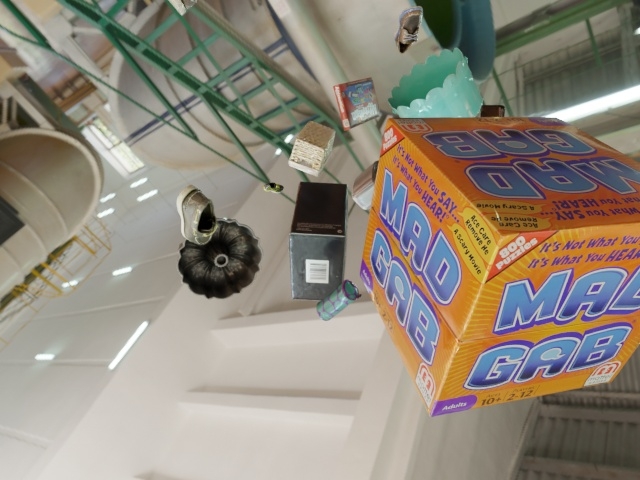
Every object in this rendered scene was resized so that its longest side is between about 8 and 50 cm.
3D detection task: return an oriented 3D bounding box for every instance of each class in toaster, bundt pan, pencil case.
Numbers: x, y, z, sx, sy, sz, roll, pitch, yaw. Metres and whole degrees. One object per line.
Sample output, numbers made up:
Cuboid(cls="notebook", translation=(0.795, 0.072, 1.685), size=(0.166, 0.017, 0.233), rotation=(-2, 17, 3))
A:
Cuboid(cls="toaster", translation=(0.225, -0.230, 1.931), size=(0.146, 0.129, 0.227), rotation=(-35, -155, 34))
Cuboid(cls="bundt pan", translation=(-0.395, 0.057, 1.738), size=(0.331, 0.331, 0.124), rotation=(-41, -151, -7))
Cuboid(cls="pencil case", translation=(0.049, 0.173, 1.291), size=(0.152, 0.064, 0.070), rotation=(-45, 177, 42))

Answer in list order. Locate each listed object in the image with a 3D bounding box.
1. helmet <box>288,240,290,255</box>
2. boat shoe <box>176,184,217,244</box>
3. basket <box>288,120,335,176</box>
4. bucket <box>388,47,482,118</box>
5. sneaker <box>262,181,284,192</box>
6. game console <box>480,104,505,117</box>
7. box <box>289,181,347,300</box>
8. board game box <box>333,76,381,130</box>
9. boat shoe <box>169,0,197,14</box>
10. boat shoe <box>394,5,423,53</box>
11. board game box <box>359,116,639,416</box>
Cuboid(cls="helmet", translation=(-0.055, 0.028, 1.846), size=(0.162, 0.169, 0.169), rotation=(-26, -157, -18))
Cuboid(cls="boat shoe", translation=(-0.396, -0.061, 1.482), size=(0.109, 0.091, 0.305), rotation=(-51, 167, -26))
Cuboid(cls="basket", translation=(-0.023, -0.310, 1.492), size=(0.167, 0.113, 0.103), rotation=(-66, 177, -49))
Cuboid(cls="bucket", translation=(0.389, -0.479, 1.504), size=(0.281, 0.183, 0.281), rotation=(-32, -148, 23))
Cuboid(cls="sneaker", translation=(-0.159, -0.186, 1.573), size=(0.083, 0.031, 0.035), rotation=(-5, 165, -40))
Cuboid(cls="game console", translation=(0.454, -0.292, 1.175), size=(0.071, 0.122, 0.107), rotation=(-10, -161, -25))
Cuboid(cls="box", translation=(0.000, 0.000, 1.531), size=(0.183, 0.296, 0.294), rotation=(3, -140, 2))
Cuboid(cls="board game box", translation=(0.133, -0.476, 1.549), size=(0.027, 0.145, 0.281), rotation=(-5, -160, 31))
Cuboid(cls="boat shoe", translation=(-0.283, -0.556, 0.745), size=(0.097, 0.324, 0.116), rotation=(-31, -152, -10))
Cuboid(cls="boat shoe", translation=(0.259, -0.605, 1.299), size=(0.066, 0.066, 0.183), rotation=(-6, 177, 1))
Cuboid(cls="board game box", translation=(0.311, 0.021, 0.778), size=(0.356, 0.356, 0.356), rotation=(-4, -143, -15))
